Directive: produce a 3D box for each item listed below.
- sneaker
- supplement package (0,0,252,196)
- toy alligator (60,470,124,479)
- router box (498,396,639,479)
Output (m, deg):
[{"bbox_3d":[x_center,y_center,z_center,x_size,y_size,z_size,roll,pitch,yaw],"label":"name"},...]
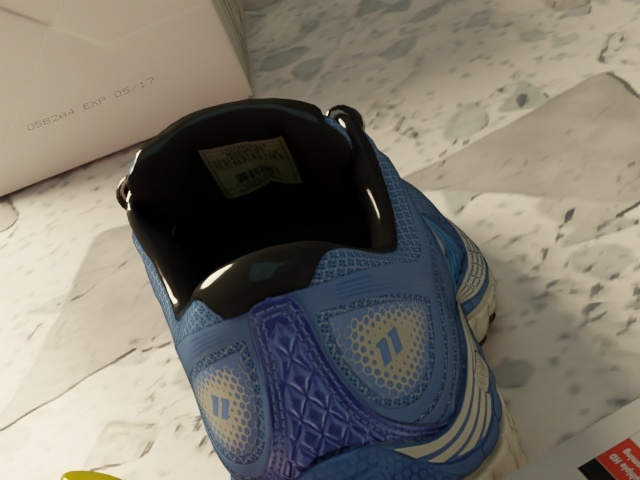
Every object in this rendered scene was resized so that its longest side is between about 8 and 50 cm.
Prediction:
[{"bbox_3d":[0.000,0.000,0.558,0.130,0.147,0.330,-22,17,2],"label":"sneaker"},{"bbox_3d":[-0.179,-0.200,0.967,0.199,0.198,0.262,-20,30,7],"label":"supplement package"},{"bbox_3d":[-0.052,0.129,0.516,0.190,0.056,0.051,14,3,39],"label":"toy alligator"},{"bbox_3d":[0.059,0.197,0.278,0.301,0.082,0.335,-29,29,-5],"label":"router box"}]
